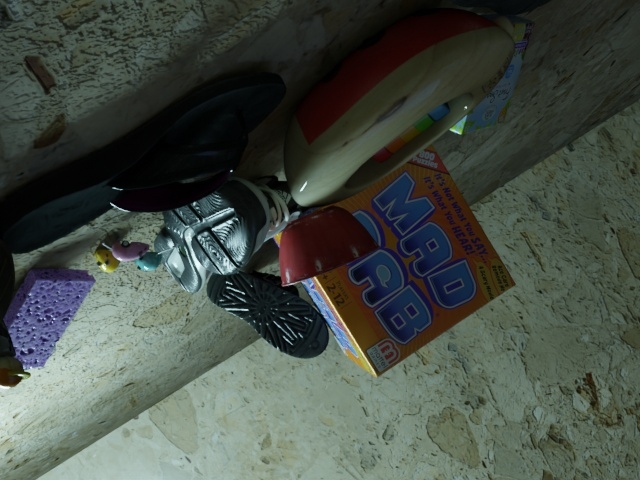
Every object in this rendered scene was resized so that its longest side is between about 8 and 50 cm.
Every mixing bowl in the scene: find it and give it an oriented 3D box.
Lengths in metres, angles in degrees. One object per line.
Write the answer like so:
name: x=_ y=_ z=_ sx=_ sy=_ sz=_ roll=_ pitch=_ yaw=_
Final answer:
mixing bowl: x=0.000 y=0.000 z=1.366 sx=0.181 sy=0.098 sz=0.181 roll=-22 pitch=-177 yaw=1

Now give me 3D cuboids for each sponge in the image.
sponge: x=-0.479 y=0.135 z=1.355 sx=0.117 sy=0.031 sz=0.210 roll=6 pitch=125 yaw=-54

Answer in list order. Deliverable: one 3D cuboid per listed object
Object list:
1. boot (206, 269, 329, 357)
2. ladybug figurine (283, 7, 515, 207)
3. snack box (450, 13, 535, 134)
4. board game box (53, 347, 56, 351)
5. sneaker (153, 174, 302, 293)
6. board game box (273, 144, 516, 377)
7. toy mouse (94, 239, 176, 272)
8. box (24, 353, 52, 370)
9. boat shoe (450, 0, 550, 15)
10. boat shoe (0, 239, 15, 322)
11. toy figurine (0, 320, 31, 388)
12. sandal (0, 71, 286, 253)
boot: x=-0.100 y=0.175 z=2.013 sx=0.131 sy=0.348 sz=0.260 roll=-58 pitch=162 yaw=2
ladybug figurine: x=0.113 y=-0.230 z=1.320 sx=0.449 sy=0.162 sz=0.305 roll=-36 pitch=169 yaw=13
snack box: x=0.310 y=-0.316 z=1.510 sx=0.174 sy=0.070 sz=0.207 roll=-21 pitch=133 yaw=-47
board game box: x=-0.571 y=0.190 z=1.468 sx=0.165 sy=0.042 sz=0.243 roll=-28 pitch=166 yaw=-27
sneaker: x=-0.133 y=-0.063 z=1.396 sx=0.257 sy=0.169 sz=0.447 roll=-38 pitch=-177 yaw=-25
board game box: x=0.142 y=0.037 z=1.795 sx=0.356 sy=0.356 sz=0.356 roll=-32 pitch=-176 yaw=-7
toy mouse: x=-0.319 y=0.030 z=1.380 sx=0.143 sy=0.031 sz=0.161 roll=-5 pitch=163 yaw=0
box: x=-0.604 y=0.248 z=1.668 sx=0.067 sy=0.018 sz=0.083 roll=-39 pitch=167 yaw=26
boat shoe: x=0.259 y=-0.412 z=1.187 sx=0.118 sy=0.103 sz=0.320 roll=-19 pitch=174 yaw=37
boat shoe: x=-0.463 y=0.025 z=0.970 sx=0.307 sy=0.104 sz=0.110 roll=97 pitch=5 yaw=-66
toy figurine: x=-0.569 y=0.205 z=1.194 sx=0.209 sy=0.148 sz=0.213 roll=-39 pitch=154 yaw=23
sandal: x=-0.228 y=-0.087 z=1.119 sx=0.446 sy=0.107 sz=0.167 roll=-32 pitch=168 yaw=-11
